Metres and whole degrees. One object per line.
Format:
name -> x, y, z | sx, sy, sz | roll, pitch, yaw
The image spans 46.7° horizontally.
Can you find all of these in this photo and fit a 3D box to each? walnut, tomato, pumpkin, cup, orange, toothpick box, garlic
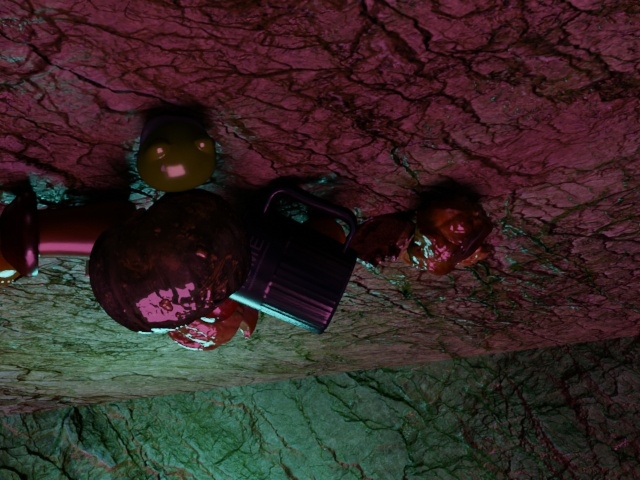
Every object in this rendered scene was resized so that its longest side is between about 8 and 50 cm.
walnut -> -0.360, 0.207, 2.214 | 0.256, 0.257, 0.224 | 8, -174, -30
tomato -> -0.278, 0.163, 1.909 | 0.159, 0.091, 0.139 | 14, 143, -35
pumpkin -> -0.306, 0.044, 1.547 | 0.327, 0.291, 0.258 | -25, 108, 18
cup -> -0.068, 0.043, 1.794 | 0.292, 0.308, 0.242 | 25, 171, 1
orange -> 0.001, -0.001, 1.936 | 0.135, 0.118, 0.136 | -26, 158, -11
toothpick box -> -0.569, -0.019, 1.677 | 0.294, 0.192, 0.192 | -3, 158, -24
garlic -> -0.273, 0.244, 2.435 | 0.090, 0.129, 0.198 | 3, 164, 21

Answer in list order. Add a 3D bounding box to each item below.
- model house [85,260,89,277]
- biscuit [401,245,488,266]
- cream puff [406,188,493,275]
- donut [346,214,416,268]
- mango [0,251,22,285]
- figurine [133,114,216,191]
model house -> -0.525, 0.055, 1.925 | 0.100, 0.127, 0.149 | -13, 153, 17
biscuit -> 0.374, 0.039, 2.232 | 0.288, 0.044, 0.202 | 12, 151, -32
cream puff -> 0.332, -0.018, 1.885 | 0.241, 0.155, 0.269 | -39, 152, -15
donut -> 0.167, -0.001, 2.003 | 0.187, 0.144, 0.126 | -48, 161, -4
mango -> -0.802, 0.042, 1.815 | 0.166, 0.136, 0.236 | -8, 163, -3
figurine -> -0.292, -0.159, 1.479 | 0.162, 0.143, 0.263 | -4, 170, -20
